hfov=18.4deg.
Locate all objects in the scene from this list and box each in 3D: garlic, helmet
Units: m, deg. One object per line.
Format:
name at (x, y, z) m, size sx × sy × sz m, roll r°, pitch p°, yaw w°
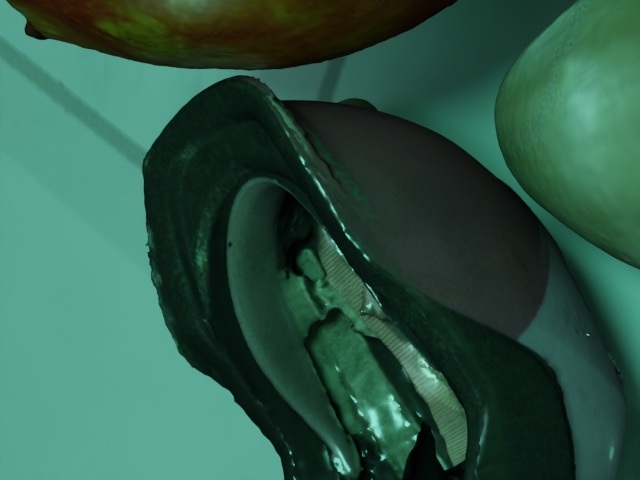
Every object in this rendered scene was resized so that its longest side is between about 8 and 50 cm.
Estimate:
garlic at (0.193, -0.065, 0.767) m, size 0.318 × 0.112 × 0.143 m, roll -23°, pitch 73°, yaw 34°
helmet at (0.043, 0.042, 0.871) m, size 0.198 × 0.154 × 0.253 m, roll -26°, pitch 80°, yaw 60°

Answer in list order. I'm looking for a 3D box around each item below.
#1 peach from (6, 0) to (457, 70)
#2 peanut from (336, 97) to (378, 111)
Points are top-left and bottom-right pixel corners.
peach at (-0.012, -0.212, 0.814) m, size 0.338 × 0.281 × 0.281 m, roll -33°, pitch 67°, yaw 13°
peanut at (0.000, 0.000, 0.984) m, size 0.076 × 0.076 × 0.152 m, roll 39°, pitch 121°, yaw 38°
